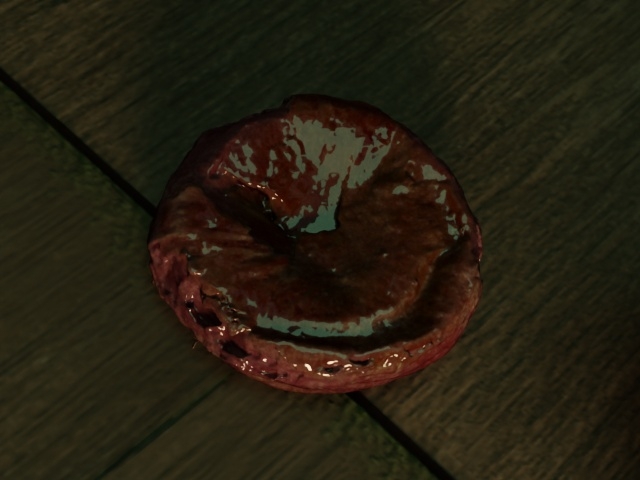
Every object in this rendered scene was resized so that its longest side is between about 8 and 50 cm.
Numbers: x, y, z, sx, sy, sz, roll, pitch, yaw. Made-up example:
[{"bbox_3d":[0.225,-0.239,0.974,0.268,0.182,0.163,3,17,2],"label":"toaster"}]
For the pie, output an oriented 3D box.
[{"bbox_3d":[0.000,0.000,0.736,0.182,0.050,0.182,4,58,-7],"label":"pie"}]
